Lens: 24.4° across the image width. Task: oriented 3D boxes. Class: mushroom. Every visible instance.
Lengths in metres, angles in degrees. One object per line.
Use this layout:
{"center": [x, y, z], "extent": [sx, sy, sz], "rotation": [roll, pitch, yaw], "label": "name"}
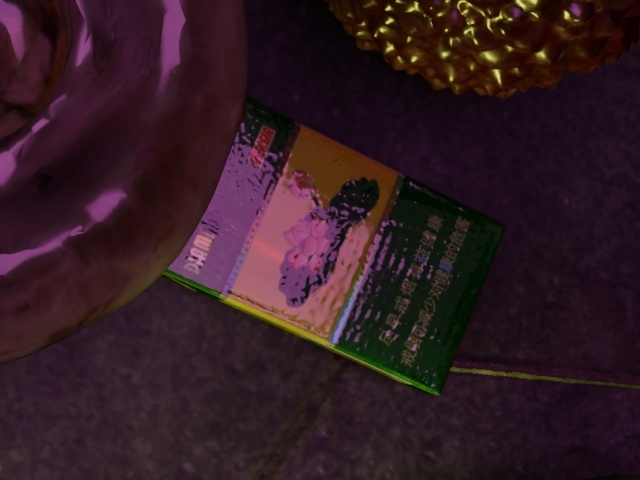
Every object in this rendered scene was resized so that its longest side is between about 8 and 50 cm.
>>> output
{"center": [-0.209, -0.110, 0.802], "extent": [0.362, 0.294, 0.362], "rotation": [1, 86, -16], "label": "mushroom"}

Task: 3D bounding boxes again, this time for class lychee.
{"center": [0.104, -0.228, 0.932], "extent": [0.264, 0.300, 0.264], "rotation": [-1, 130, -1], "label": "lychee"}

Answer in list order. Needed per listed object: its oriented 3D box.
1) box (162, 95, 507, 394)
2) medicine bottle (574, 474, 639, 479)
{"center": [0.000, 0.000, 0.998], "extent": [0.235, 0.034, 0.132], "rotation": [25, 81, -15], "label": "box"}
{"center": [0.199, 0.270, 0.941], "extent": [0.302, 0.241, 0.241], "rotation": [-3, 89, -26], "label": "medicine bottle"}
